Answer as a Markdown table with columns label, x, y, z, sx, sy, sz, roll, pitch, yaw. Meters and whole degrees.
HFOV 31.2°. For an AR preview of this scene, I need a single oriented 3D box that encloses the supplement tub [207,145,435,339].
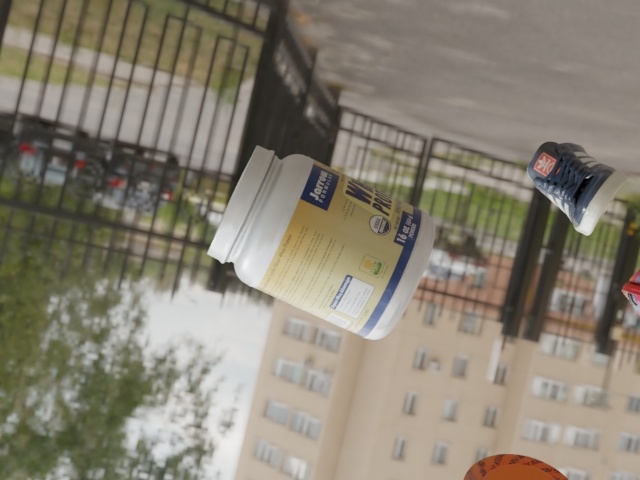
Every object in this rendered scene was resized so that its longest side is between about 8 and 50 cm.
| label | x | y | z | sx | sy | sz | roll | pitch | yaw |
| --- | --- | --- | --- | --- | --- | --- | --- | --- | --- |
| supplement tub | 0.000 | 0.000 | 1.833 | 0.316 | 0.228 | 0.228 | 25 | 178 | -5 |

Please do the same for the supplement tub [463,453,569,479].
| label | x | y | z | sx | sy | sz | roll | pitch | yaw |
| --- | --- | --- | --- | --- | --- | --- | --- | --- | --- |
| supplement tub | 0.247 | 0.474 | 1.595 | 0.207 | 0.338 | 0.207 | 5 | -146 | -4 |

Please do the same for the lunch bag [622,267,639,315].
| label | x | y | z | sx | sy | sz | roll | pitch | yaw |
| --- | --- | --- | --- | --- | --- | --- | --- | --- | --- |
| lunch bag | 0.602 | 0.139 | 1.674 | 0.293 | 0.120 | 0.258 | 42 | 177 | -7 |

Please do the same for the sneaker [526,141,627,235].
| label | x | y | z | sx | sy | sz | roll | pitch | yaw |
| --- | --- | --- | --- | --- | --- | --- | --- | --- | --- |
| sneaker | 0.446 | -0.108 | 2.056 | 0.148 | 0.131 | 0.350 | 34 | -171 | 1 |
